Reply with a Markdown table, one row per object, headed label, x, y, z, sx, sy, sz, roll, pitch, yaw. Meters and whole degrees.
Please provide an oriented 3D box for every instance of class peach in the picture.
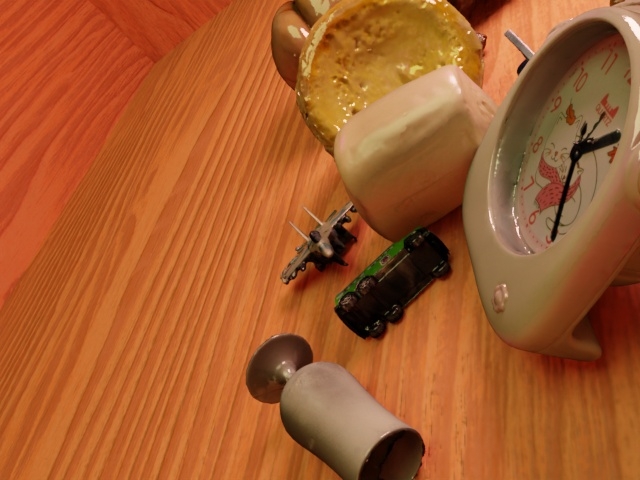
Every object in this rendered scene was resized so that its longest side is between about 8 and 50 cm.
| label | x | y | z | sx | sy | sz | roll | pitch | yaw |
| --- | --- | --- | --- | --- | --- | --- | --- | --- | --- |
| peach | 0.032 | -0.426 | 1.131 | 0.292 | 0.247 | 0.292 | -14 | 66 | 36 |

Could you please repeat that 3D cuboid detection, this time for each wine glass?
| label | x | y | z | sx | sy | sz | roll | pitch | yaw |
| --- | --- | --- | --- | --- | --- | --- | --- | --- | --- |
| wine glass | 0.009 | 0.197 | 0.630 | 0.103 | 0.103 | 0.231 | -53 | 37 | -9 |

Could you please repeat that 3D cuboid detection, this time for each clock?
| label | x | y | z | sx | sy | sz | roll | pitch | yaw |
| --- | --- | --- | --- | --- | --- | --- | --- | --- | --- |
| clock | 0.247 | -0.072 | 0.495 | 0.265 | 0.109 | 0.324 | -85 | 11 | -47 |

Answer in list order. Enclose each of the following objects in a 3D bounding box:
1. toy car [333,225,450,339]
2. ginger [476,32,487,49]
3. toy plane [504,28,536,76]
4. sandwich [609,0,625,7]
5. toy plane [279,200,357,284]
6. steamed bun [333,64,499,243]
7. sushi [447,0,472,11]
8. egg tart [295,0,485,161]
| label | x | y | z | sx | sy | sz | roll | pitch | yaw |
| --- | --- | --- | --- | --- | --- | --- | --- | --- | --- |
| toy car | 0.093 | 0.052 | 0.719 | 0.165 | 0.071 | 0.062 | -44 | 19 | 5 |
| ginger | 0.210 | -0.324 | 0.977 | 0.162 | 0.073 | 0.103 | -4 | 53 | 45 |
| toy plane | 0.313 | -0.185 | 0.700 | 0.060 | 0.096 | 0.235 | -37 | 52 | 19 |
| sandwich | 0.459 | -0.374 | 0.713 | 0.100 | 0.288 | 0.254 | 5 | 15 | 43 |
| toy plane | 0.008 | 0.007 | 0.830 | 0.192 | 0.088 | 0.262 | -47 | 18 | 4 |
| steamed bun | 0.137 | -0.128 | 0.739 | 0.225 | 0.200 | 0.170 | -29 | 54 | 19 |
| sushi | 0.221 | -0.508 | 1.024 | 0.219 | 0.238 | 0.225 | -45 | 15 | 13 |
| egg tart | 0.112 | -0.257 | 0.898 | 0.315 | 0.315 | 0.120 | -42 | -7 | 7 |
